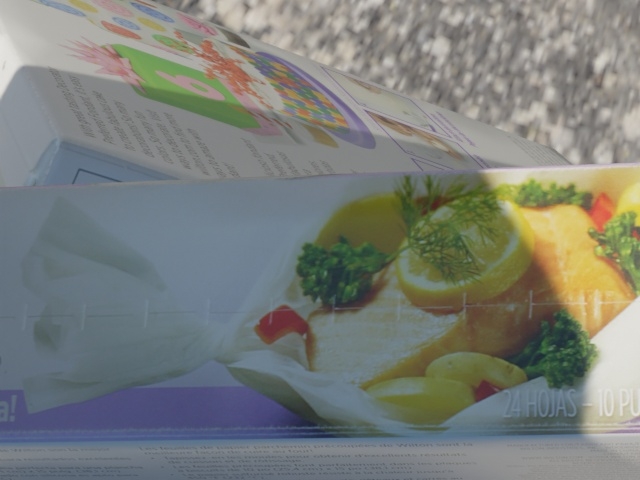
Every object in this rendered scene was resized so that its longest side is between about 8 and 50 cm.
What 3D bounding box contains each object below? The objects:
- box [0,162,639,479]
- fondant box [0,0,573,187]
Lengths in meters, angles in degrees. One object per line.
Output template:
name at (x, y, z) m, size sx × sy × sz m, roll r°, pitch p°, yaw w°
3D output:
box at (-0.024, 0.024, 0.437) m, size 0.324 × 0.063 × 0.067 m, roll -2°, pitch 160°, yaw 12°
fondant box at (0.000, 0.000, 0.766) m, size 0.330 × 0.238 × 0.096 m, roll 19°, pitch 107°, yaw -27°
